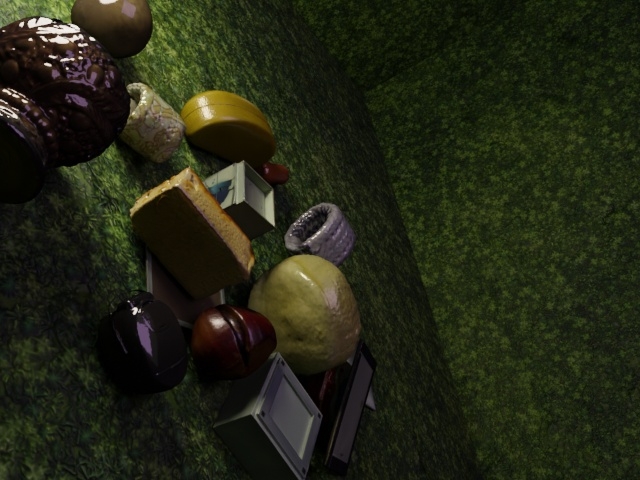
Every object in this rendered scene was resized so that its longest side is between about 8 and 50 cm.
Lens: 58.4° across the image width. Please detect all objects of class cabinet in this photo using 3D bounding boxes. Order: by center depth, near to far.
[{"bbox_3d":[-0.243,-0.080,1.490,0.150,0.206,0.145,44,30,-43],"label":"cabinet"}]

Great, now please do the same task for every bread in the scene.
[{"bbox_3d":[-0.287,-0.008,1.302,0.274,0.185,0.114,55,27,-20],"label":"bread"},{"bbox_3d":[-0.035,0.197,1.547,0.237,0.321,0.320,-27,92,-54],"label":"bread"}]

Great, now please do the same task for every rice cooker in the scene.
[{"bbox_3d":[-0.337,0.195,1.090,0.202,0.118,0.142,65,22,0],"label":"rice cooker"}]

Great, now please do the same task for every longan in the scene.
[{"bbox_3d":[-0.513,-0.552,1.422,0.198,0.198,0.212,51,26,-31],"label":"longan"}]

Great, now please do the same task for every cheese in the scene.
[{"bbox_3d":[0.051,0.440,1.693,0.329,0.129,0.216,51,53,-64],"label":"cheese"}]

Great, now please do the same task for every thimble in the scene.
[{"bbox_3d":[-0.426,-0.293,1.408,0.143,0.137,0.190,42,16,-41],"label":"thimble"},{"bbox_3d":[0.000,0.000,1.961,0.157,0.217,0.245,54,37,-25],"label":"thimble"}]

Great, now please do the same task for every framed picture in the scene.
[{"bbox_3d":[-0.317,0.119,1.362,0.274,0.017,0.217,37,34,-50],"label":"framed picture"},{"bbox_3d":[0.090,0.473,1.605,0.265,0.016,0.346,62,43,-61],"label":"framed picture"}]

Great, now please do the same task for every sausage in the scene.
[{"bbox_3d":[-0.169,-0.235,2.020,0.076,0.076,0.197,67,20,7],"label":"sausage"}]

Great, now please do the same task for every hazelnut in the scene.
[{"bbox_3d":[-0.200,0.226,1.305,0.204,0.178,0.177,-16,80,-37],"label":"hazelnut"}]

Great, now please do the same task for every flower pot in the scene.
[{"bbox_3d":[-0.508,-0.215,0.995,0.266,0.267,0.267,53,35,-28],"label":"flower pot"}]

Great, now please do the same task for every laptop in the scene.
[{"bbox_3d":[0.133,0.456,2.039,0.188,0.015,0.269,43,30,-44],"label":"laptop"}]

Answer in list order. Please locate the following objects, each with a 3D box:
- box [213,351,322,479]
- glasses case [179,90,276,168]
[{"bbox_3d":[-0.111,0.430,1.358,0.224,0.118,0.225,58,22,-17],"label":"box"},{"bbox_3d":[-0.270,-0.351,1.775,0.371,0.173,0.141,17,48,-62],"label":"glasses case"}]
